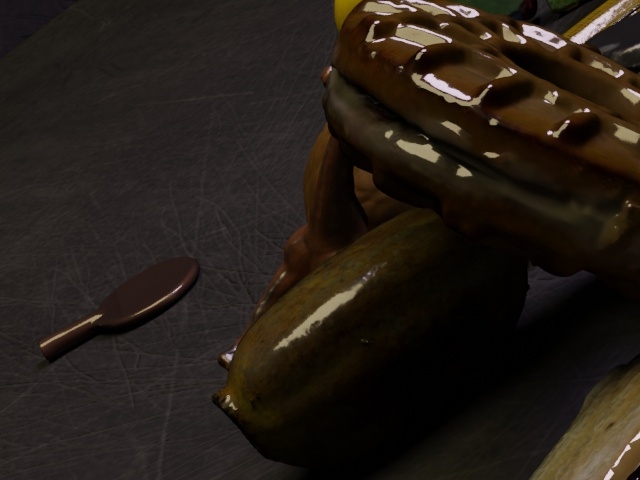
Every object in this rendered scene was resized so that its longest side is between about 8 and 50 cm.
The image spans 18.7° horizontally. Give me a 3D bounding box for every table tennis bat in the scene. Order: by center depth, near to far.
[{"bbox_3d":[-0.212,0.022,1.812,0.170,0.119,0.107,-30,19,-1],"label":"table tennis bat"}]

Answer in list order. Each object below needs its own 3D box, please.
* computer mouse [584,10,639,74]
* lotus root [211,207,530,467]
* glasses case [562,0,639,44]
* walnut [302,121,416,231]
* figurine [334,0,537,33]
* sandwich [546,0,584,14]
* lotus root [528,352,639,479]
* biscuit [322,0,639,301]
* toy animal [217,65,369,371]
[{"bbox_3d":[0.307,-0.163,1.566,0.217,0.073,0.122,-31,21,-20],"label":"computer mouse"},{"bbox_3d":[0.041,0.064,1.327,0.241,0.124,0.123,-38,19,-18],"label":"lotus root"},{"bbox_3d":[0.226,-0.146,1.635,0.234,0.064,0.079,-38,-25,-18],"label":"glasses case"},{"bbox_3d":[0.080,-0.056,1.503,0.207,0.167,0.167,-32,19,-10],"label":"walnut"},{"bbox_3d":[0.113,-0.246,1.999,0.185,0.127,0.234,-28,9,-5],"label":"figurine"},{"bbox_3d":[0.243,-0.283,1.953,0.074,0.074,0.116,-29,19,6],"label":"sandwich"},{"bbox_3d":[0.151,0.160,1.020,0.329,0.078,0.167,-47,2,-35],"label":"lotus root"},{"bbox_3d":[0.155,-0.059,1.227,0.332,0.332,0.103,-109,38,-70],"label":"biscuit"},{"bbox_3d":[0.000,0.000,1.389,0.066,0.224,0.230,34,81,38],"label":"toy animal"}]
